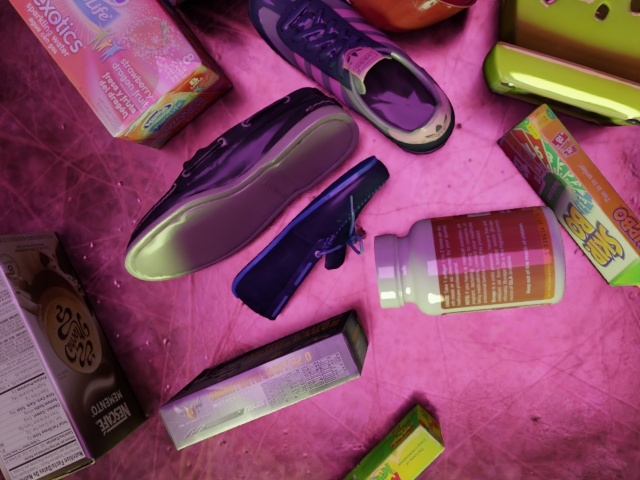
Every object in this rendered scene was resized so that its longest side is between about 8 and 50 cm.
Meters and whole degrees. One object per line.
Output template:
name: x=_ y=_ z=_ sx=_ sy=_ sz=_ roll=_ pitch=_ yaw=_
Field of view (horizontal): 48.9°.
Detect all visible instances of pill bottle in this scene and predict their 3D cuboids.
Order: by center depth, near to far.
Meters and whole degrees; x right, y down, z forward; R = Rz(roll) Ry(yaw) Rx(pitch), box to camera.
pill bottle: x=0.177 y=0.027 z=0.860 sx=0.216 sy=0.121 sz=0.121 roll=-6 pitch=92 yaw=7

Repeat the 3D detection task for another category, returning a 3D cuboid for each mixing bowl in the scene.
mixing bowl: x=0.091 y=-0.319 z=0.848 sx=0.181 sy=0.181 sz=0.098 roll=51 pitch=132 yaw=2

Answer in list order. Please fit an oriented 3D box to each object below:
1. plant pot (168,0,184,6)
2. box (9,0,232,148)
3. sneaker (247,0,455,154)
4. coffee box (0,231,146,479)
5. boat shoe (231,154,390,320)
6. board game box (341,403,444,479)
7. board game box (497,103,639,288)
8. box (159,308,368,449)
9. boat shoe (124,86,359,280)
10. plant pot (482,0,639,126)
plant pot: x=-0.099 y=-0.451 z=0.833 sx=0.274 sy=0.256 sz=0.256 roll=-25 pitch=89 yaw=-10
box: x=-0.268 y=-0.279 z=0.885 sx=0.142 sy=0.154 sz=0.300 roll=-38 pitch=87 yaw=7
sneaker: x=0.037 y=-0.230 z=0.861 sx=0.319 sy=0.131 sz=0.112 roll=37 pitch=96 yaw=4
coffee box: x=-0.365 y=0.147 z=0.907 sx=0.119 sy=0.168 sz=0.297 roll=-26 pitch=90 yaw=7
boat shoe: x=0.000 y=0.000 z=0.903 sx=0.089 sy=0.109 sz=0.258 roll=46 pitch=113 yaw=-4
board game box: x=0.078 y=0.298 z=0.897 sx=0.043 sy=0.092 sz=0.181 roll=43 pitch=96 yaw=2
board game box: x=0.317 y=-0.039 z=0.838 sx=0.039 sy=0.124 sz=0.259 roll=-40 pitch=88 yaw=-4
box: x=-0.059 y=0.163 z=0.863 sx=0.231 sy=0.183 sz=0.056 roll=-23 pitch=89 yaw=8
boat shoe: x=-0.116 y=-0.080 z=0.900 sx=0.340 sy=0.127 sz=0.113 roll=-38 pitch=52 yaw=11
plant pot: x=0.306 y=-0.247 z=0.788 sx=0.227 sy=0.228 sz=0.207 roll=19 pitch=100 yaw=5
